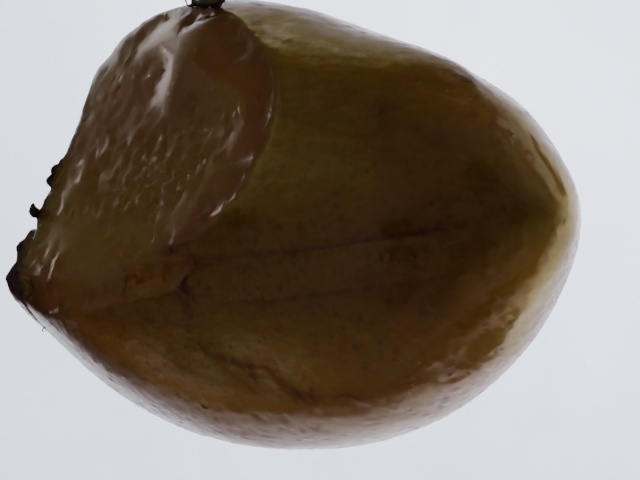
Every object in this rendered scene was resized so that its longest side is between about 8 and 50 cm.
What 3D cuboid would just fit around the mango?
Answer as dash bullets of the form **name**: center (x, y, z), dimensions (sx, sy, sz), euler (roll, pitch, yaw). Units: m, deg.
- **mango**: center (0.000, 0.000, 0.746), dimensions (0.257, 0.138, 0.187), euler (15, -84, 45)
